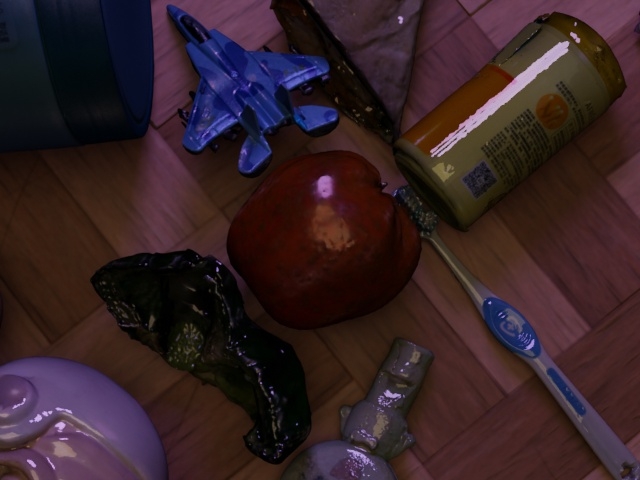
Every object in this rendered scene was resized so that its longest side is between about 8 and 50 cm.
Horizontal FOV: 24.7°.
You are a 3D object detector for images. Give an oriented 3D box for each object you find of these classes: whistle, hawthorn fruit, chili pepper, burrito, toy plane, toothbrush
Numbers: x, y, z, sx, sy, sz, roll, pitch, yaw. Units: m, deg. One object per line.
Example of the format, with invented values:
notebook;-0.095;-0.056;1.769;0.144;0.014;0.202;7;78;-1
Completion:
whistle;0.040;0.218;1.453;0.126;0.067;0.258;23;79;17
hawthorn fruit;0.000;0.000;1.431;0.189;0.189;0.189;0;83;2
chili pepper;-0.100;0.097;1.433;0.264;0.148;0.116;41;86;10
burrito;0.037;-0.281;1.486;0.175;0.107;0.347;13;87;-13
toy plane;-0.093;-0.166;1.478;0.169;0.078;0.246;-34;48;-13
toothbrush;0.198;0.097;1.481;0.040;0.040;0.386;-38;88;-3

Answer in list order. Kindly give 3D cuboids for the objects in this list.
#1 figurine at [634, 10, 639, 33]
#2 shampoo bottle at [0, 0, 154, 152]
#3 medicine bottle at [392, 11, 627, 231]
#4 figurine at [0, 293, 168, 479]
figurine;0.392;-0.219;1.506;0.129;0.054;0.072;16;69;11
shampoo bottle;-0.354;-0.244;1.386;0.343;0.331;0.331;-5;83;1
medicine bottle;0.192;-0.125;1.461;0.239;0.124;0.124;-42;84;-7
figurine;-0.291;0.177;1.381;0.211;0.253;0.361;-36;75;-19
